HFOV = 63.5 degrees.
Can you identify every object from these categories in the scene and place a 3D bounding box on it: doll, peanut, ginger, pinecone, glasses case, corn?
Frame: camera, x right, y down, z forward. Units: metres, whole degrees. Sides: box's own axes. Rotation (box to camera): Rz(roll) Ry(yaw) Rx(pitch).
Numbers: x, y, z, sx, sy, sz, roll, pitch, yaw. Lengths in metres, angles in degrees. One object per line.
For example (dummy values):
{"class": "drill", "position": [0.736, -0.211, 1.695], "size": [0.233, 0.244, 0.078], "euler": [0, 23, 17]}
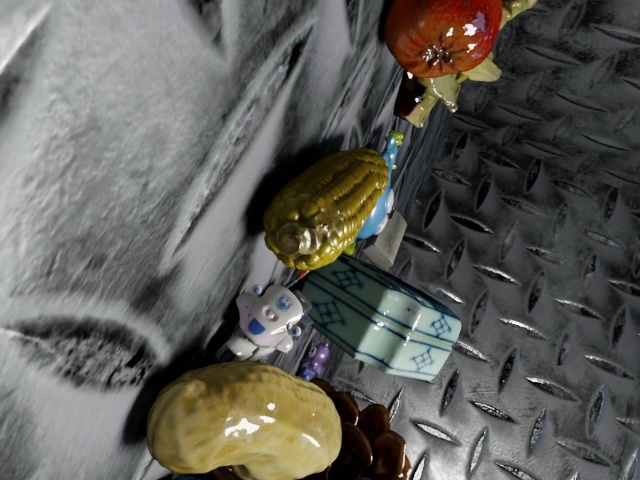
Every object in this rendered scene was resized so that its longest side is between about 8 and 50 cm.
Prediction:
{"class": "doll", "position": [-0.031, 0.372, 1.513], "size": [0.206, 0.067, 0.110], "euler": [-58, -175, 18]}
{"class": "peanut", "position": [-0.082, 0.226, 0.641], "size": [0.305, 0.147, 0.147], "euler": [42, 69, -50]}
{"class": "ginger", "position": [0.340, -0.442, 1.215], "size": [0.358, 0.211, 0.413], "euler": [-37, 149, -64]}
{"class": "pinecone", "position": [-0.033, 0.437, 0.871], "size": [0.397, 0.398, 0.398], "euler": [-61, 168, -24]}
{"class": "doll", "position": [0.122, -0.083, 1.193], "size": [0.346, 0.099, 0.341], "euler": [-66, 171, 26]}
{"class": "glasses case", "position": [0.160, -0.007, 1.251], "size": [0.047, 0.071, 0.205], "euler": [-35, -168, 32]}
{"class": "corn", "position": [0.020, -0.060, 0.744], "size": [0.363, 0.120, 0.120], "euler": [-46, 157, -63]}

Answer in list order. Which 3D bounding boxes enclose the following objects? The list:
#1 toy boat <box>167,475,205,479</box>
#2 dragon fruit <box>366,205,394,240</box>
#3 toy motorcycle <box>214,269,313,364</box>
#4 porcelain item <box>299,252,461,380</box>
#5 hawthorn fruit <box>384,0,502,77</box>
{"class": "toy boat", "position": [-0.200, 0.342, 0.610], "size": [0.299, 0.096, 0.061], "euler": [53, 53, -74]}
{"class": "dragon fruit", "position": [0.188, -0.038, 1.578], "size": [0.121, 0.130, 0.142], "euler": [47, 64, -41]}
{"class": "toy motorcycle", "position": [-0.072, 0.121, 0.754], "size": [0.150, 0.102, 0.221], "euler": [-48, 171, 17]}
{"class": "porcelain item", "position": [0.116, 0.144, 1.045], "size": [0.286, 0.281, 0.157], "euler": [25, 92, -46]}
{"class": "hawthorn fruit", "position": [0.192, -0.367, 0.815], "size": [0.179, 0.179, 0.200], "euler": [74, 20, -72]}
